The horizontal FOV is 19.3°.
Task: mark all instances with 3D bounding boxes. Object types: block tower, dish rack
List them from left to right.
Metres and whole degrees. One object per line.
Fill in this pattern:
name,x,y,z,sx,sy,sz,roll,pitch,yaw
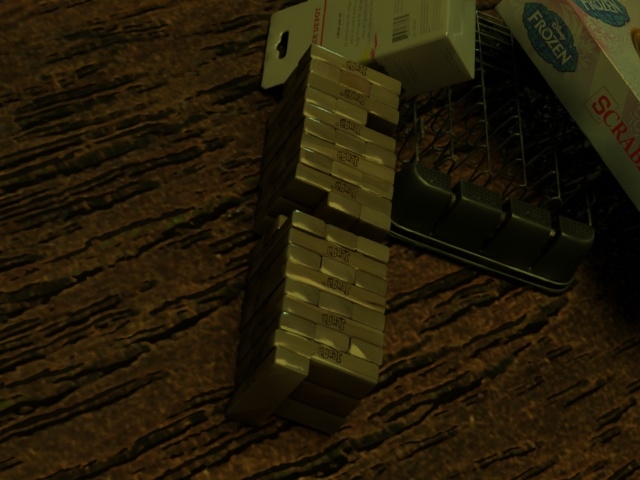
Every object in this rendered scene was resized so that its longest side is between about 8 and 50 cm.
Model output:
block tower,0.000,0.000,1.527,0.097,0.091,0.335,21,49,-16
dish rack,0.152,-0.099,1.714,0.208,0.074,0.272,20,47,-20

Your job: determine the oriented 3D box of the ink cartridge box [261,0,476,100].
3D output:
ink cartridge box,0.044,-0.174,1.668,0.061,0.181,0.104,54,31,-42

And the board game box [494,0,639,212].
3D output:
board game box,0.340,-0.107,1.768,0.318,0.066,0.318,57,27,16
